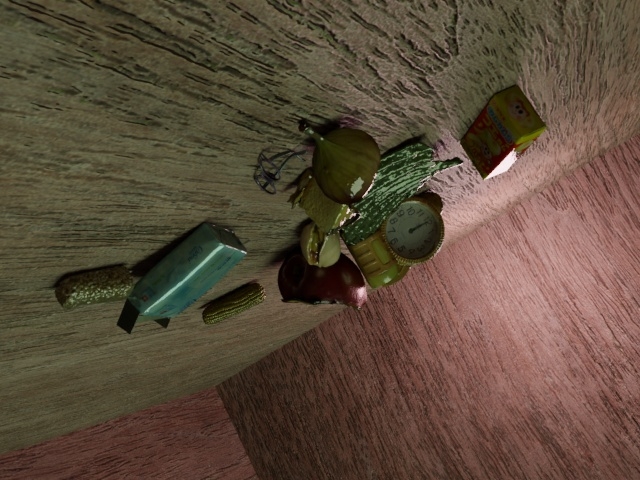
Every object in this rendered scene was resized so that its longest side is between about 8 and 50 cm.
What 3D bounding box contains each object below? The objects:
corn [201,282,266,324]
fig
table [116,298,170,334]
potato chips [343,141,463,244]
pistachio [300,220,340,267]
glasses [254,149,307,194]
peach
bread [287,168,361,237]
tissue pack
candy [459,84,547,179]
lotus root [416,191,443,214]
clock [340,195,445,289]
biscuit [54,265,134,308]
[{"bbox_3d":[-0.297,0.215,2.228,0.231,0.080,0.080,-23,166,-11],"label":"corn"},{"bbox_3d":[0.047,-0.176,1.334,0.230,0.143,0.160,70,39,-66],"label":"fig"},{"bbox_3d":[-0.436,0.153,1.717,0.146,0.063,0.175,2,115,-65],"label":"table"},{"bbox_3d":[0.210,-0.137,1.857,0.389,0.097,0.373,-42,158,28],"label":"potato chips"},{"bbox_3d":[0.000,0.000,1.946,0.200,0.117,0.145,76,33,-55],"label":"pistachio"},{"bbox_3d":[-0.079,-0.162,1.357,0.104,0.062,0.140,-47,174,-22],"label":"glasses"},{"bbox_3d":[0.026,0.120,2.157,0.362,0.201,0.258,11,171,-41],"label":"peach"},{"bbox_3d":[0.025,-0.104,1.551,0.152,0.147,0.127,-23,155,-48],"label":"bread"},{"bbox_3d":[-0.315,0.078,1.571,0.263,0.089,0.177,-39,164,7],"label":"tissue pack"},{"bbox_3d":[0.494,-0.289,1.794,0.088,0.146,0.276,-24,168,-16],"label":"candy"},{"bbox_3d":[0.344,-0.107,2.292,0.191,0.094,0.108,-19,129,-19],"label":"lotus root"},{"bbox_3d":[0.248,-0.011,2.165,0.317,0.244,0.200,-32,-172,-7],"label":"clock"},{"bbox_3d":[-0.492,0.104,1.430,0.169,0.070,0.082,-8,147,-51],"label":"biscuit"}]
